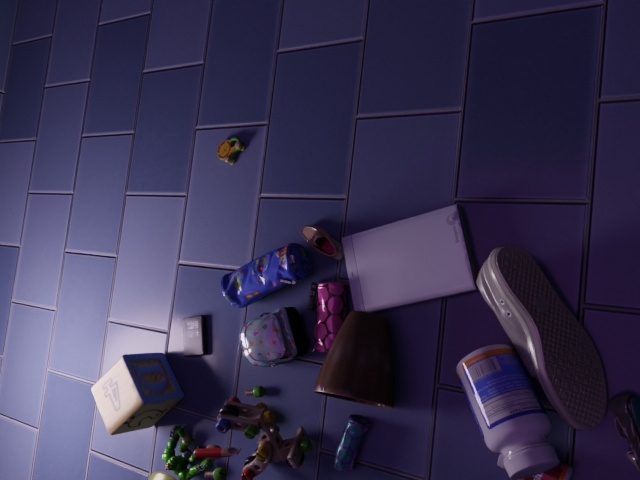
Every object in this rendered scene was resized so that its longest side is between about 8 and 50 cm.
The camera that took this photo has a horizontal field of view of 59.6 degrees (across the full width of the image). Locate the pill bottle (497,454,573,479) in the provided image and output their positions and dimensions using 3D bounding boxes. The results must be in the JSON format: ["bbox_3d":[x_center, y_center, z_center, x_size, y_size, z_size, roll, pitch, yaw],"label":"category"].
[{"bbox_3d":[0.495,0.529,1.293,0.152,0.086,0.086,19,93,32],"label":"pill bottle"}]

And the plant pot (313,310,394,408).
[{"bbox_3d":[0.108,0.314,1.507,0.216,0.215,0.230,1,69,31],"label":"plant pot"}]

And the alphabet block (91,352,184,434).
[{"bbox_3d":[-0.627,0.519,1.915,0.197,0.192,0.193,-44,62,19],"label":"alphabet block"}]

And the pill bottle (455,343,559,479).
[{"bbox_3d":[0.428,0.389,1.275,0.152,0.152,0.271,-35,49,22],"label":"pill bottle"}]

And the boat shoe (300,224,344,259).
[{"bbox_3d":[0.000,0.000,1.685,0.170,0.059,0.063,32,100,30],"label":"boat shoe"}]

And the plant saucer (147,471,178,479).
[{"bbox_3d":[-0.493,0.870,1.819,0.241,0.037,0.240,11,112,29],"label":"plant saucer"}]

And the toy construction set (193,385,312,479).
[{"bbox_3d":[-0.168,0.567,1.580,0.237,0.309,0.257,-12,85,24],"label":"toy construction set"}]

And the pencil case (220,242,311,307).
[{"bbox_3d":[-0.169,0.114,1.734,0.306,0.119,0.133,-26,48,27],"label":"pencil case"}]

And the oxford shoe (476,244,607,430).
[{"bbox_3d":[0.513,0.224,1.312,0.449,0.169,0.130,63,155,14],"label":"oxford shoe"}]

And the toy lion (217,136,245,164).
[{"bbox_3d":[-0.317,-0.318,1.943,0.100,0.034,0.096,-49,54,16],"label":"toy lion"}]

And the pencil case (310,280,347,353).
[{"bbox_3d":[0.024,0.222,1.624,0.098,0.095,0.209,-2,79,47],"label":"pencil case"}]

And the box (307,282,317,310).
[{"bbox_3d":[-0.024,0.167,1.671,0.018,0.067,0.083,8,86,3],"label":"box"}]

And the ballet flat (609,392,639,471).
[{"bbox_3d":[0.690,0.440,1.210,0.068,0.072,0.213,-37,62,52],"label":"ballet flat"}]

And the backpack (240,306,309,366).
[{"bbox_3d":[-0.153,0.299,1.688,0.189,0.144,0.165,-25,76,29],"label":"backpack"}]

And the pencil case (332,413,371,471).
[{"bbox_3d":[0.086,0.562,1.549,0.070,0.065,0.151,23,96,48],"label":"pencil case"}]

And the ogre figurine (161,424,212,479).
[{"bbox_3d":[-0.448,0.715,1.839,0.197,0.097,0.118,35,83,15],"label":"ogre figurine"}]

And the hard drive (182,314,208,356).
[{"bbox_3d":[-0.431,0.329,1.920,0.094,0.022,0.135,-12,77,29],"label":"hard drive"}]

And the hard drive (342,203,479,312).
[{"bbox_3d":[0.238,0.060,1.540,0.353,0.047,0.232,-17,75,28],"label":"hard drive"}]
